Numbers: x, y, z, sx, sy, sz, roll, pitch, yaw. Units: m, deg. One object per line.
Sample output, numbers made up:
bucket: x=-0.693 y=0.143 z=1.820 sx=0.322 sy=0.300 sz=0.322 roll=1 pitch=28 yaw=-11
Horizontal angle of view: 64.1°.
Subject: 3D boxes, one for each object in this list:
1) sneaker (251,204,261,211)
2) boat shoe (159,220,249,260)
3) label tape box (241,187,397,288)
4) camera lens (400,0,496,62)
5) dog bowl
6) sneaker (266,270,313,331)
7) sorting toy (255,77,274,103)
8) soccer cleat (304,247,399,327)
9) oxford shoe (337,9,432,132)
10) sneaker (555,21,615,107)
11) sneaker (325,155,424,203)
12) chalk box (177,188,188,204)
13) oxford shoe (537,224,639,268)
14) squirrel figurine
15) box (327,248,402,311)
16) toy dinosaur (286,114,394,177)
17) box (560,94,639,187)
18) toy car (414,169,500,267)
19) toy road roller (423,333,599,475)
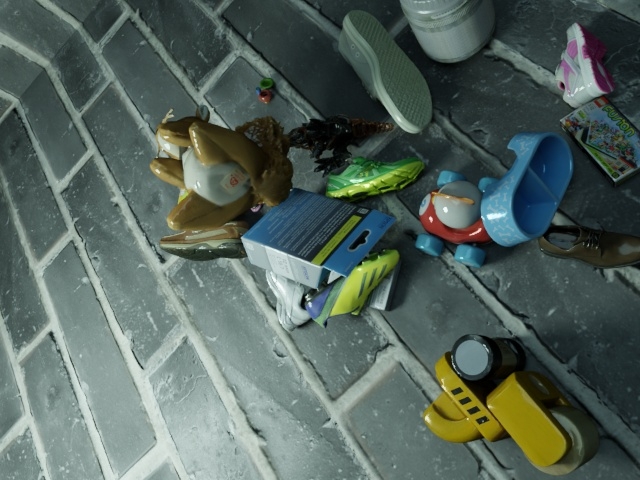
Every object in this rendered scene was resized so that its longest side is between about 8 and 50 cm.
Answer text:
sneaker: x=-0.242 y=-0.142 z=1.660 sx=0.119 sy=0.057 sz=0.047 roll=41 pitch=97 yaw=34
boat shoe: x=-0.366 y=-0.006 z=1.656 sx=0.324 sy=0.122 sz=0.120 roll=-1 pitch=68 yaw=20
label tape box: x=0.000 y=0.000 z=1.383 sx=0.347 sy=0.115 sz=0.249 roll=20 pitch=50 yaw=31
camera lens: x=0.342 y=-0.634 z=1.374 sx=0.219 sy=0.274 sz=0.219 roll=-9 pitch=70 yaw=26
dog bowl: x=0.480 y=-0.123 z=1.165 sx=0.297 sy=0.166 sz=0.074 roll=-57 pitch=23 yaw=-17
sneaker: x=-0.079 y=0.137 z=1.470 sx=0.115 sy=0.090 sz=0.232 roll=-24 pitch=72 yaw=13
sorting toy: x=-0.190 y=-0.513 z=1.771 sx=0.061 sy=0.042 sz=0.102 roll=0 pitch=61 yaw=13
soccer cleat: x=0.094 y=0.125 z=1.341 sx=0.289 sy=0.093 sz=0.121 roll=-33 pitch=92 yaw=12
oxford shoe: x=0.185 y=-0.483 z=1.508 sx=0.449 sy=0.169 sz=0.130 roll=62 pitch=148 yaw=21
sneaker: x=0.626 y=-0.430 z=1.251 sx=0.111 sy=0.103 sz=0.252 roll=-38 pitch=33 yaw=50
sneaker: x=0.142 y=-0.189 z=1.434 sx=0.295 sy=0.109 sz=0.124 roll=-13 pitch=72 yaw=25
chalk box: x=-0.345 y=-0.147 z=1.639 sx=0.213 sy=0.132 sz=0.132 roll=-10 pitch=67 yaw=47
oxford shoe: x=0.599 y=0.010 z=1.126 sx=0.227 sy=0.096 sz=0.083 roll=5 pitch=74 yaw=28
squirrel figurine: x=-0.277 y=-0.232 z=1.439 sx=0.370 sy=0.397 sz=0.281 roll=44 pitch=129 yaw=49
box: x=0.115 y=0.102 z=1.393 sx=0.186 sy=0.038 sz=0.145 roll=10 pitch=79 yaw=30
toy dinosaur: x=0.041 y=-0.319 z=1.504 sx=0.322 sy=0.164 sz=0.218 roll=-26 pitch=19 yaw=26
box: x=0.676 y=-0.238 z=1.201 sx=0.114 sy=0.036 sz=0.207 roll=-34 pitch=60 yaw=14
toy car: x=0.317 y=-0.081 z=1.225 sx=0.210 sy=0.238 sz=0.219 roll=17 pitch=82 yaw=32
toy road roller: x=0.375 y=0.367 z=1.076 sx=0.241 sy=0.202 sz=0.329 roll=-54 pitch=52 yaw=18
